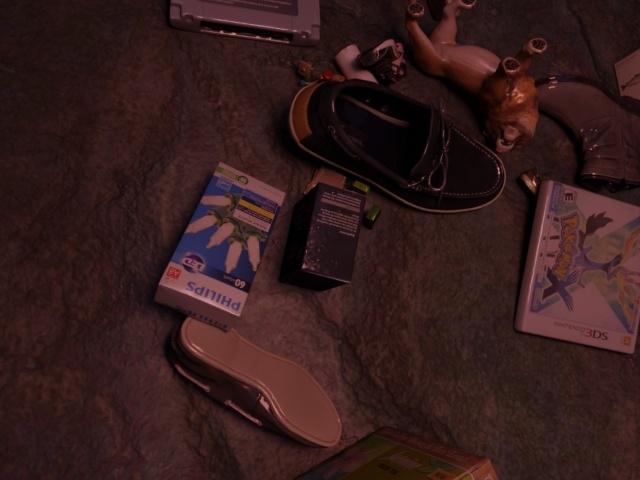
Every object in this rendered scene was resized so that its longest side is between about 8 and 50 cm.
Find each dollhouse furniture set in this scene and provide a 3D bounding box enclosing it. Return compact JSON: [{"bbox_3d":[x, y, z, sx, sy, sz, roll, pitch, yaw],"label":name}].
[{"bbox_3d":[0.048,-0.083,1.001,0.152,0.058,0.076,28,79,10],"label":"dollhouse furniture set"}]

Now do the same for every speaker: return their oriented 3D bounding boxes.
[{"bbox_3d":[0.085,-0.336,1.048,0.055,0.055,0.136,-31,88,-21],"label":"speaker"}]

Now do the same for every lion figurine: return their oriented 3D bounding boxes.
[{"bbox_3d":[0.315,-0.366,1.068,0.142,0.240,0.392,-44,79,-10],"label":"lion figurine"}]

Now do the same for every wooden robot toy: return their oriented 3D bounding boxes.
[{"bbox_3d":[0.034,-0.312,1.022,0.173,0.076,0.079,47,59,-4],"label":"wooden robot toy"}]

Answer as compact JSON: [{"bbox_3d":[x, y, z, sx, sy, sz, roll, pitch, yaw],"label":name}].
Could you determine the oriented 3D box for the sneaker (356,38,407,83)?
[{"bbox_3d":[0.141,-0.362,1.033,0.178,0.072,0.077,-31,100,-53],"label":"sneaker"}]

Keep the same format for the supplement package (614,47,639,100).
[{"bbox_3d":[0.836,-0.385,1.266,0.105,0.105,0.179,-2,79,-18],"label":"supplement package"}]

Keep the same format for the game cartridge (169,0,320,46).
[{"bbox_3d":[-0.148,-0.506,1.013,0.297,0.062,0.198,2,74,-17],"label":"game cartridge"}]

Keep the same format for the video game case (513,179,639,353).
[{"bbox_3d":[0.586,0.062,1.101,0.300,0.036,0.329,13,86,-15],"label":"video game case"}]

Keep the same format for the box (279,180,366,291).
[{"bbox_3d":[0.000,0.000,0.898,0.093,0.156,0.158,16,75,-15],"label":"box"}]

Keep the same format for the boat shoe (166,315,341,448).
[{"bbox_3d":[-0.113,0.245,0.858,0.335,0.095,0.112,39,41,-10],"label":"boat shoe"}]

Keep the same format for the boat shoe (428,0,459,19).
[{"bbox_3d":[0.277,-0.605,1.166,0.072,0.068,0.190,-15,93,-32],"label":"boat shoe"}]

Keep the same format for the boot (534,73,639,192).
[{"bbox_3d":[0.622,-0.241,1.170,0.338,0.118,0.222,11,81,-11],"label":"boot"}]

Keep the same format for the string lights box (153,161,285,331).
[{"bbox_3d":[-0.163,0.006,0.848,0.133,0.077,0.259,24,53,-11],"label":"string lights box"}]

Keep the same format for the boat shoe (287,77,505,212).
[{"bbox_3d":[0.182,-0.174,0.967,0.500,0.156,0.187,17,82,-25],"label":"boat shoe"}]

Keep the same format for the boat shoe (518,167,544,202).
[{"bbox_3d":[0.510,-0.097,1.125,0.049,0.056,0.152,-41,93,13],"label":"boat shoe"}]

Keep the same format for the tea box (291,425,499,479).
[{"bbox_3d":[0.078,0.463,0.734,0.323,0.329,0.220,-21,85,-21],"label":"tea box"}]
